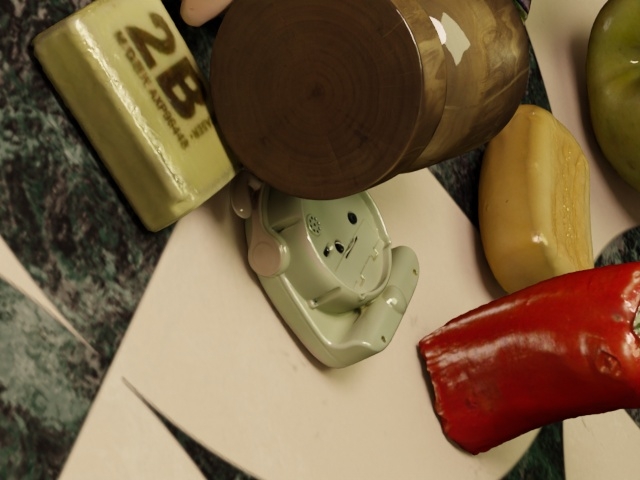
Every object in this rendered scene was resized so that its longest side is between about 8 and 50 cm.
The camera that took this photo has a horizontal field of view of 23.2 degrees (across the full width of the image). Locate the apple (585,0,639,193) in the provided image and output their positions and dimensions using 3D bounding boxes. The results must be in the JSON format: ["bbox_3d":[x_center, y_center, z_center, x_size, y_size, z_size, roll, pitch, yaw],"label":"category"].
[{"bbox_3d":[0.471,-0.192,1.873,0.305,0.338,0.338,1,68,-33],"label":"apple"}]

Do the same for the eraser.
[{"bbox_3d":[-0.132,-0.106,1.189,0.172,0.058,0.117,59,34,-11],"label":"eraser"}]

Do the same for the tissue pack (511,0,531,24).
[{"bbox_3d":[0.151,-0.361,1.736,0.235,0.073,0.173,45,38,-29],"label":"tissue pack"}]

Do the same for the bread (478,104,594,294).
[{"bbox_3d":[0.217,-0.030,1.595,0.147,0.098,0.217,40,43,-36],"label":"bread"}]

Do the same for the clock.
[{"bbox_3d":[0.000,0.000,1.305,0.191,0.062,0.151,53,35,-18],"label":"clock"}]

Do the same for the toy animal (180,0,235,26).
[{"bbox_3d":[-0.040,-0.281,1.309,0.256,0.195,0.213,-9,118,-67],"label":"toy animal"}]

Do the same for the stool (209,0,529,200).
[{"bbox_3d":[0.048,-0.139,1.269,0.264,0.179,0.179,-22,88,-64],"label":"stool"}]

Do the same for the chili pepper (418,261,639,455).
[{"bbox_3d":[0.257,0.085,1.361,0.131,0.338,0.135,-7,78,-53],"label":"chili pepper"}]
